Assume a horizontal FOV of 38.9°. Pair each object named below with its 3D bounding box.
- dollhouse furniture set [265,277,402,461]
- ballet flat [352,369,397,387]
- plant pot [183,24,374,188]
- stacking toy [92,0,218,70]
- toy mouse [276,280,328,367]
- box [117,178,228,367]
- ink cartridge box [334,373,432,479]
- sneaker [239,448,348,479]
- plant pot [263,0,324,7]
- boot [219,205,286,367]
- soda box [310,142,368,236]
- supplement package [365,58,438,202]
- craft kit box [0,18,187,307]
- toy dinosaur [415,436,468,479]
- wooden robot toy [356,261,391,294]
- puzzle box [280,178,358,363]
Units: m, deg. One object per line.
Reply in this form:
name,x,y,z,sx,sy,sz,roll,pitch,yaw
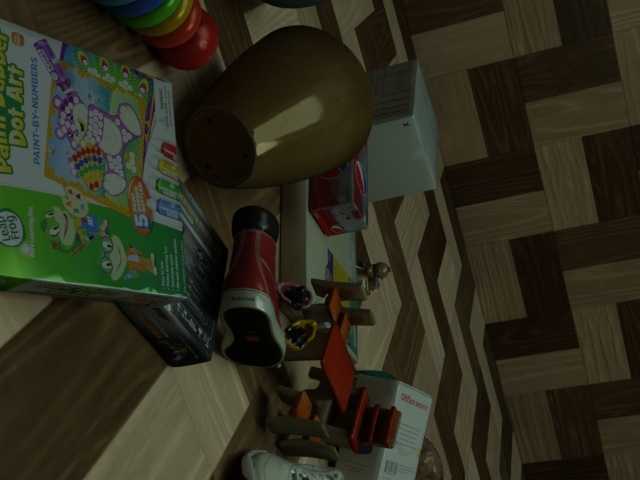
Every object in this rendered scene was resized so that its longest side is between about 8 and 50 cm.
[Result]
dollhouse furniture set,0.039,0.233,1.450,0.259,0.135,0.262,70,30,-48
ballet flat,0.082,0.292,1.756,0.241,0.091,0.077,19,91,-65
plant pot,-0.079,-0.174,1.328,0.254,0.237,0.237,-39,117,-54
stacking toy,-0.211,-0.313,1.128,0.330,0.141,0.141,42,39,-67
toy mouse,-0.065,0.105,1.374,0.161,0.143,0.031,-38,164,-37
box,-0.192,0.014,1.089,0.231,0.056,0.183,61,24,-45
ink cartridge box,0.113,0.361,1.621,0.154,0.093,0.212,34,69,-54
sneaker,-0.025,0.357,1.295,0.292,0.118,0.110,40,43,-61
plant pot,-0.048,-0.521,1.584,0.195,0.290,0.290,123,-33,-62
boot,-0.087,0.062,1.233,0.244,0.088,0.176,93,0,-60
soda box,0.036,-0.142,1.675,0.092,0.083,0.263,58,26,-49
supplement package,0.151,-0.249,2.076,0.262,0.198,0.199,-79,152,-51
craft kit box,-0.242,-0.068,0.887,0.247,0.061,0.249,10,68,-50
toy dinosaur,0.200,0.465,1.779,0.127,0.200,0.295,-60,135,-64
wooden robot toy,0.119,0.078,1.971,0.173,0.079,0.076,3,76,-71
puzzle box,0.000,0.000,1.698,0.272,0.052,0.408,54,30,-53
